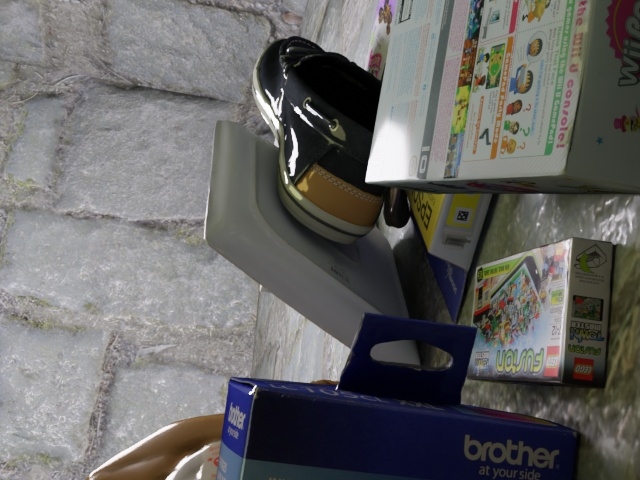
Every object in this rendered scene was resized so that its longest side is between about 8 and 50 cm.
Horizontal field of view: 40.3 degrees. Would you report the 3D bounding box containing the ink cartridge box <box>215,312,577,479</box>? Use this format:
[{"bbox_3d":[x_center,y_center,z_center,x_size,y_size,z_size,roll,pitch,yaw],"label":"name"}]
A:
[{"bbox_3d":[0.043,0.261,0.699,0.151,0.269,0.396,155,123,-75],"label":"ink cartridge box"}]

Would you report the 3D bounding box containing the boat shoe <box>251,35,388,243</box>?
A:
[{"bbox_3d":[0.014,-0.187,1.224,0.156,0.186,0.500,-56,23,24],"label":"boat shoe"}]

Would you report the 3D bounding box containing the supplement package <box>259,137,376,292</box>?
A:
[{"bbox_3d":[-0.011,-0.049,1.603,0.293,0.177,0.175,-92,15,-52],"label":"supplement package"}]

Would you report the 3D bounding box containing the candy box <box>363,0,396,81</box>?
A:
[{"bbox_3d":[0.126,-0.312,1.348,0.165,0.070,0.196,-102,22,-63],"label":"candy box"}]

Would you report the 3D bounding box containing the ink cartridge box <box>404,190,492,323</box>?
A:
[{"bbox_3d":[0.146,-0.109,1.060,0.304,0.072,0.307,-100,23,-63],"label":"ink cartridge box"}]

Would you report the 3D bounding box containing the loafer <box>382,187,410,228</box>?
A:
[{"bbox_3d":[0.101,-0.067,1.287,0.148,0.050,0.056,-81,-27,-52],"label":"loafer"}]

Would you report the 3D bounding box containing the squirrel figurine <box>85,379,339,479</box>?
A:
[{"bbox_3d":[-0.019,0.369,0.986,0.281,0.397,0.371,16,132,51],"label":"squirrel figurine"}]

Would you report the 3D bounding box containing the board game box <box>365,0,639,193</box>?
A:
[{"bbox_3d":[0.159,-0.151,0.726,0.303,0.097,0.224,-172,91,-68],"label":"board game box"}]

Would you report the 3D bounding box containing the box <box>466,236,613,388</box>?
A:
[{"bbox_3d":[0.183,0.068,0.755,0.207,0.036,0.114,142,136,-76],"label":"box"}]

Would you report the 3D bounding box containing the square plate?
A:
[{"bbox_3d":[0.000,0.000,1.154,0.049,0.347,0.344,-45,24,19],"label":"square plate"}]
